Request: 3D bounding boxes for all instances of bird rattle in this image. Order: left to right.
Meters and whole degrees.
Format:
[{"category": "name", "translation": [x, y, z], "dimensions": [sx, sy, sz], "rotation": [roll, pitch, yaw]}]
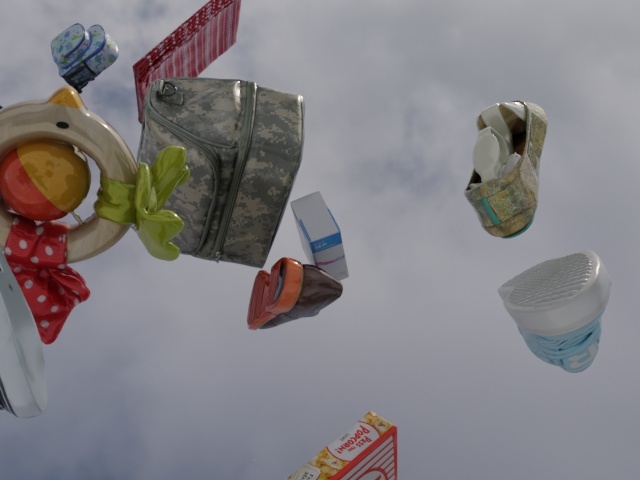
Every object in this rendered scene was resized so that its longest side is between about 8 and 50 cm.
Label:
[{"category": "bird rattle", "translation": [-0.254, -0.036, 0.648], "dimensions": [0.253, 0.143, 0.207], "rotation": [-25, -62, 12]}]

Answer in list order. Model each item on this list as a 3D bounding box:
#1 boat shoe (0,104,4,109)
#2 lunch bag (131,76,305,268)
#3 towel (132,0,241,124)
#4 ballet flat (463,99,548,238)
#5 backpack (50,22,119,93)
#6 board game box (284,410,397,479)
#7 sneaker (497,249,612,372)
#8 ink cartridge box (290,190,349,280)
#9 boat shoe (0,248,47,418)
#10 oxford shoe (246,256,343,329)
[{"category": "boat shoe", "translation": [-0.537, -0.179, 1.112], "dimensions": [0.258, 0.109, 0.089], "rotation": [2, -121, 2]}, {"category": "lunch bag", "translation": [-0.183, -0.114, 1.106], "dimensions": [0.255, 0.305, 0.213], "rotation": [13, -134, -11]}, {"category": "towel", "translation": [-0.239, -0.339, 1.212], "dimensions": [0.031, 0.199, 0.275], "rotation": [40, -111, 2]}, {"category": "ballet flat", "translation": [0.289, -0.150, 1.044], "dimensions": [0.123, 0.123, 0.349], "rotation": [20, -135, 1]}, {"category": "backpack", "translation": [-0.445, -0.355, 1.243], "dimensions": [0.114, 0.084, 0.105], "rotation": [-31, -128, 5]}, {"category": "board game box", "translation": [0.010, 0.304, 0.736], "dimensions": [0.045, 0.147, 0.193], "rotation": [22, -142, 40]}, {"category": "sneaker", "translation": [0.333, 0.106, 0.879], "dimensions": [0.135, 0.366, 0.150], "rotation": [-34, -96, 11]}, {"category": "ink cartridge box", "translation": [0.000, 0.000, 1.014], "dimensions": [0.052, 0.123, 0.089], "rotation": [-22, -127, -6]}, {"category": "boat shoe", "translation": [-0.241, 0.037, 0.416], "dimensions": [0.083, 0.065, 0.184], "rotation": [-21, -86, -11]}, {"category": "oxford shoe", "translation": [-0.049, 0.095, 1.014], "dimensions": [0.098, 0.271, 0.097], "rotation": [12, -104, -17]}]
